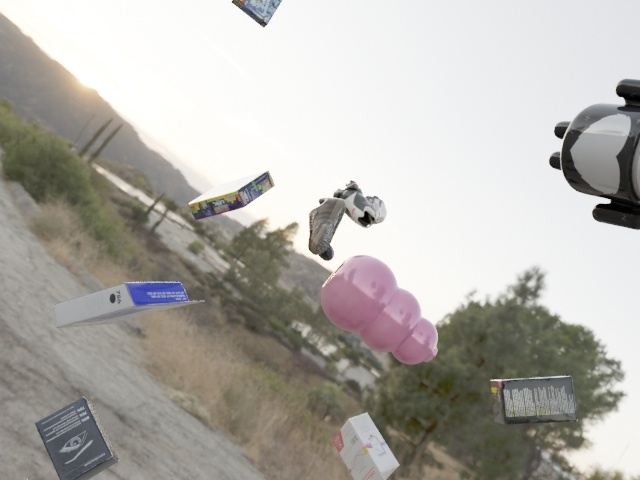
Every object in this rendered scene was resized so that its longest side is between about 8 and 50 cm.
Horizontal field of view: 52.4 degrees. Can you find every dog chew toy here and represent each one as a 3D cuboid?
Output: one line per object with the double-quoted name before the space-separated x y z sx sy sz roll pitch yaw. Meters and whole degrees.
"dog chew toy" 0.162 0.190 1.671 0.332 0.206 0.206 41 -8 0

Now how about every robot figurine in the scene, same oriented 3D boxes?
"robot figurine" 0.535 -0.150 1.130 0.278 0.174 0.209 27 -26 56

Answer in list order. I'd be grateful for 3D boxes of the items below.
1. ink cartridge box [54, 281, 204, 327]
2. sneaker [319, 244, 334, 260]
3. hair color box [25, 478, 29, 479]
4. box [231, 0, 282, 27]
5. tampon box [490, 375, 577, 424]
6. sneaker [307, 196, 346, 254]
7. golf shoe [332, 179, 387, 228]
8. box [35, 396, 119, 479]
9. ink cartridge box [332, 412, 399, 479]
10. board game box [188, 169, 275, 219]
"ink cartridge box" -0.440 0.143 1.486 0.333 0.065 0.165 -14 -11 33
"sneaker" 0.000 0.000 1.746 0.057 0.047 0.119 58 8 -68
"hair color box" -0.763 0.685 1.640 0.072 0.141 0.043 50 -21 -27
"box" -0.131 -0.567 1.482 0.094 0.137 0.027 35 -19 -21
"tampon box" 0.488 0.368 1.502 0.161 0.101 0.120 -3 -12 1
"sneaker" -0.002 -0.035 1.533 0.071 0.188 0.066 13 -48 18
"golf shoe" 0.131 -0.078 1.947 0.273 0.105 0.120 23 36 -57
"box" -0.703 0.586 1.885 0.207 0.153 0.108 57 -17 19
"ink cartridge box" 0.124 0.559 1.661 0.067 0.115 0.198 -7 50 -36
"board game box" -0.218 -0.111 1.604 0.170 0.141 0.048 -11 -69 36
